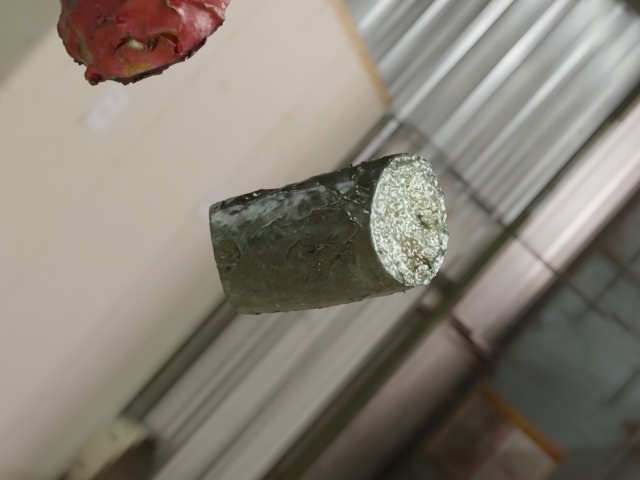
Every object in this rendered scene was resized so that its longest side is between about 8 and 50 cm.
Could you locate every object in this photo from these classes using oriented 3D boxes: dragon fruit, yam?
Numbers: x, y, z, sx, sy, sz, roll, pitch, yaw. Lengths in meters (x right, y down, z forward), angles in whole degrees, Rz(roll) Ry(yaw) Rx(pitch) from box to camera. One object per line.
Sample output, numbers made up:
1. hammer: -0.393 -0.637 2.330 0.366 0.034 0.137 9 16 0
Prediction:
1. dragon fruit: -0.226 -0.292 2.312 0.189 0.261 0.163 56 22 -12
2. yam: 0.000 0.000 2.056 0.154 0.254 0.154 -11 90 -71
